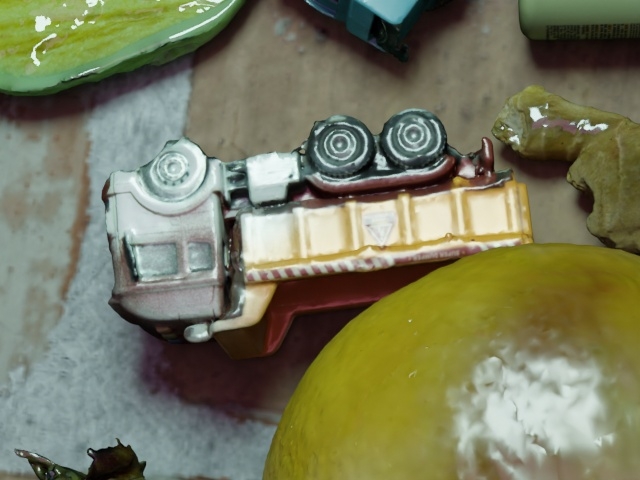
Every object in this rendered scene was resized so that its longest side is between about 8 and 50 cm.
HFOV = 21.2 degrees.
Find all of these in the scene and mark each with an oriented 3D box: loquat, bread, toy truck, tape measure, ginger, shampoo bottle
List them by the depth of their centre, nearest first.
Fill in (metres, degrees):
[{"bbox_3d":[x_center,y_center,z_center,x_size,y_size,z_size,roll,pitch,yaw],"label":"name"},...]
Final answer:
[{"bbox_3d":[0.134,0.180,0.921,0.328,0.328,0.359,-15,45,5],"label":"loquat"},{"bbox_3d":[0.000,0.000,1.098,0.270,0.114,0.135,-7,73,5],"label":"toy truck"},{"bbox_3d":[0.187,-0.041,1.102,0.165,0.067,0.096,16,81,24],"label":"ginger"},{"bbox_3d":[0.211,-0.171,1.114,0.162,0.079,0.079,0,79,9],"label":"shampoo bottle"},{"bbox_3d":[0.036,-0.207,1.146,0.146,0.081,0.125,34,75,6],"label":"tape measure"},{"bbox_3d":[-0.175,-0.243,1.204,0.301,0.045,0.301,-1,77,6],"label":"bread"}]

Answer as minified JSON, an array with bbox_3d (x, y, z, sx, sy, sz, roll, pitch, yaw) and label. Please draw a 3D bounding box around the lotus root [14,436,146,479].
[{"bbox_3d":[-0.091,0.238,1.046,0.154,0.154,0.278,-35,75,0],"label":"lotus root"}]
